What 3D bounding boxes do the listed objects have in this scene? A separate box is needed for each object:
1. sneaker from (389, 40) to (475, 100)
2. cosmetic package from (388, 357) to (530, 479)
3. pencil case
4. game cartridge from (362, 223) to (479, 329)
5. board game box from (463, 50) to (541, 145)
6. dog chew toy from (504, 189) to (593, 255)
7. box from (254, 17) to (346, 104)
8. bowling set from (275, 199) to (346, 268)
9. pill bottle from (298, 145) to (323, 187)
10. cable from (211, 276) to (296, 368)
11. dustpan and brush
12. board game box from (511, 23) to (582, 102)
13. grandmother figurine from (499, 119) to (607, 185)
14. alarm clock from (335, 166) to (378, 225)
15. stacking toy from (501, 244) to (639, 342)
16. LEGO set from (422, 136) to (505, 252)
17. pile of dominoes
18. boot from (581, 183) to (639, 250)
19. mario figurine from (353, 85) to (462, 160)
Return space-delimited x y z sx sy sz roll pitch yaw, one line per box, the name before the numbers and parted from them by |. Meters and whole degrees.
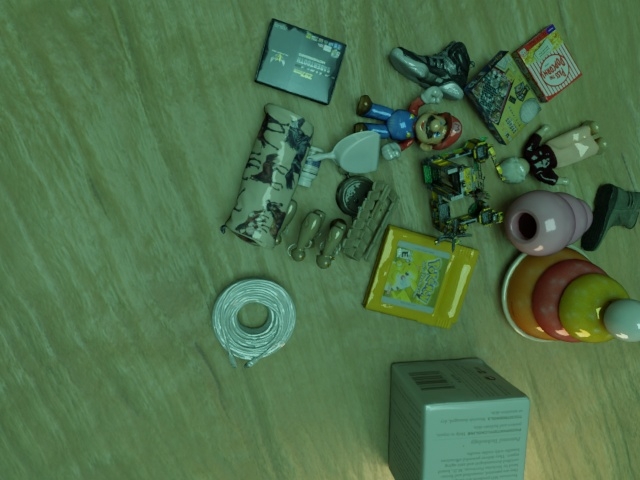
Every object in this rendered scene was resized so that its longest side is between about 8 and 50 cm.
sneaker | 0.344 -0.547 1.614 0.269 0.101 0.153 26 93 -18
cosmetic package | 0.417 0.620 1.685 0.328 0.329 0.393 -1 100 -10
pencil case | -0.150 -0.189 1.544 0.160 0.184 0.410 18 92 -48
game cartridge | 0.328 0.124 1.736 0.324 0.052 0.285 15 96 -10
board game box | 0.569 -0.439 1.658 0.165 0.042 0.243 -46 121 0
dog chew toy | 0.740 -0.064 1.691 0.332 0.207 0.206 -10 101 -36
box | -0.060 -0.521 1.566 0.233 0.059 0.183 16 97 -11
bowling set | 0.000 0.000 1.603 0.200 0.287 0.154 14 105 -45
pill bottle | -0.037 -0.224 1.612 0.067 0.067 0.120 16 96 -12
cable | -0.204 0.237 1.645 0.257 0.089 0.257 -26 101 -6
dustpan and brush | 0.065 -0.251 1.571 0.211 0.060 0.147 -17 140 -14
board game box | 0.722 -0.562 1.700 0.147 0.045 0.193 -39 103 -2
grandmother figurine | 0.743 -0.268 1.728 0.343 0.104 0.207 -20 74 -3
alarm clock | 0.106 -0.153 1.652 0.129 0.064 0.192 -28 99 -4
stacking toy | 0.807 0.205 1.610 0.351 0.480 0.350 -2 99 -9
LEGO set | 0.454 -0.140 1.612 0.255 0.192 0.331 -9 112 -13
pile of dominoes | 0.144 -0.063 1.620 0.040 0.196 0.251 23 82 32
boot | 1.003 -0.063 1.810 0.161 0.083 0.246 16 97 -17
mario figurine | 0.268 -0.351 1.588 0.321 0.170 0.198 6 131 -3
